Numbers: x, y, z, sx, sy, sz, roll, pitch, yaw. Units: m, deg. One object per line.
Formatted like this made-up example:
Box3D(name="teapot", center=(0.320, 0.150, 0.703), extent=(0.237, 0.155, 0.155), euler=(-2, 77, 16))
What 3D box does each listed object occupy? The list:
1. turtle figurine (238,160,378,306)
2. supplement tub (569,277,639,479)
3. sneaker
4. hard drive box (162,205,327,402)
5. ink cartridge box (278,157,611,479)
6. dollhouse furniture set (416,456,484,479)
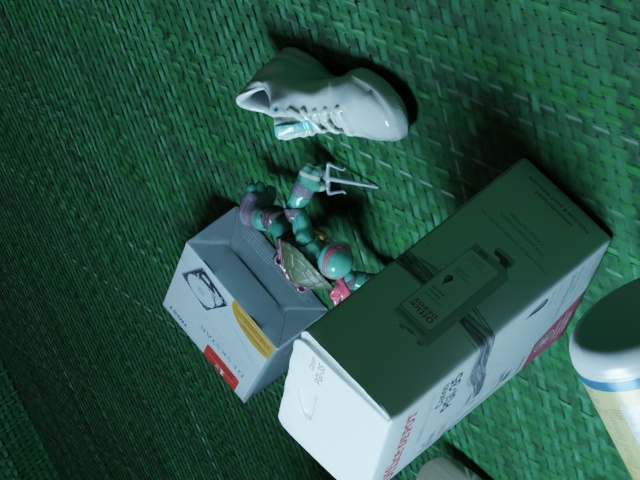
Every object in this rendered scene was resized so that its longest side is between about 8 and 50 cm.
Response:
Box3D(name="turtle figurine", center=(0.000, 0.000, 1.834), extent=(0.234, 0.118, 0.175), euler=(19, 140, 61))
Box3D(name="supplement tub", center=(0.312, 0.139, 1.406), extent=(0.144, 0.144, 0.200), euler=(5, 128, 60))
Box3D(name="sneaker", center=(-0.001, -0.128, 1.670), extent=(0.212, 0.094, 0.080), euler=(24, 142, 48))
Box3D(name="hard drive box", center=(-0.102, 0.087, 2.160), extent=(0.181, 0.089, 0.232), euler=(49, 157, 10))
Box3D(name="ink cartridge box", center=(0.110, 0.086, 1.527), extent=(0.117, 0.283, 0.207), euler=(45, 156, 17))
Box3D(name="dollhouse furniture set", center=(0.033, 0.474, 2.062), extent=(0.256, 0.394, 0.362), euler=(36, 152, 23))
